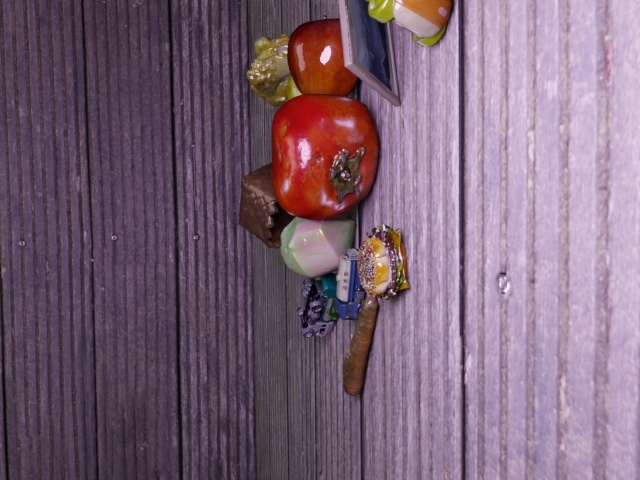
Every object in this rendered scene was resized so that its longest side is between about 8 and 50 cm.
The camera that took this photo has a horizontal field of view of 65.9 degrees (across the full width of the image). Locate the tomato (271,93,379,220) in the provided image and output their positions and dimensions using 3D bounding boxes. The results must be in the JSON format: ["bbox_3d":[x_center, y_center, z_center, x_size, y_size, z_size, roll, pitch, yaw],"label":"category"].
[{"bbox_3d":[0.006,-0.223,1.296,0.290,0.292,0.326,44,144,50],"label":"tomato"}]

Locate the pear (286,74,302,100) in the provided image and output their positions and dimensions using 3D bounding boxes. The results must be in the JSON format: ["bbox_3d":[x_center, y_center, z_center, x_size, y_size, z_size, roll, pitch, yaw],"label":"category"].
[{"bbox_3d":[-0.010,-0.473,1.556,0.216,0.166,0.180,-3,75,52],"label":"pear"}]

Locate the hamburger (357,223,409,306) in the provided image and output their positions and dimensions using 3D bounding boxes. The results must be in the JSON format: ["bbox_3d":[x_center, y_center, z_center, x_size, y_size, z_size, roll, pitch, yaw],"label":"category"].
[{"bbox_3d":[0.141,0.054,1.175,0.164,0.093,0.190,122,145,-62],"label":"hamburger"}]

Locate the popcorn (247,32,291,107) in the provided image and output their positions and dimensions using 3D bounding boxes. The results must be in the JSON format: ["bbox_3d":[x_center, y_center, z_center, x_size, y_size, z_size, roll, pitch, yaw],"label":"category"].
[{"bbox_3d":[-0.135,-0.618,1.783,0.293,0.292,0.237,125,159,-63],"label":"popcorn"}]

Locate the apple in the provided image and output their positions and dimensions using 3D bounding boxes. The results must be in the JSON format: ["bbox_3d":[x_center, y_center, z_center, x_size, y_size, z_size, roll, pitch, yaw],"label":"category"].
[{"bbox_3d":[0.013,-0.498,1.360,0.234,0.233,0.234,179,90,-73],"label":"apple"}]

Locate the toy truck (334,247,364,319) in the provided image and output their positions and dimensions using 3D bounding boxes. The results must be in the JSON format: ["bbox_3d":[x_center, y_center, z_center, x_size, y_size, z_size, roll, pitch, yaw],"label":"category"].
[{"bbox_3d":[0.086,0.123,1.371,0.074,0.088,0.202,-133,44,-64],"label":"toy truck"}]

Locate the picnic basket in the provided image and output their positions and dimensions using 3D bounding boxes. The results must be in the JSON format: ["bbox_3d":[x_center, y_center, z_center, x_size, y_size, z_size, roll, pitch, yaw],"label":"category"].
[{"bbox_3d":[-0.089,-0.110,1.658,0.320,0.291,0.254,29,130,18],"label":"picnic basket"}]

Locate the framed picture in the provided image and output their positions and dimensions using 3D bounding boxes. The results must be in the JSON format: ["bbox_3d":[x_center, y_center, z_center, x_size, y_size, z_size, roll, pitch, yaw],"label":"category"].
[{"bbox_3d":[0.103,-0.489,1.081,0.022,0.247,0.336,-11,78,31],"label":"framed picture"}]

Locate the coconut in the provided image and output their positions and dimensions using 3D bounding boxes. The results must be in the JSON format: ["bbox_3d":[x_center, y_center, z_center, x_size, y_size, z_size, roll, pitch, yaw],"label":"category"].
[{"bbox_3d":[0.000,0.000,1.454,0.205,0.235,0.236,66,158,11],"label":"coconut"}]

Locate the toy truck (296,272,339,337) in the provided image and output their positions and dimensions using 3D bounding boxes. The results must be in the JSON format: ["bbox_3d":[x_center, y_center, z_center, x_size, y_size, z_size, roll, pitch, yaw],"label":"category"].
[{"bbox_3d":[0.001,0.208,1.603,0.254,0.123,0.114,102,159,-43],"label":"toy truck"}]

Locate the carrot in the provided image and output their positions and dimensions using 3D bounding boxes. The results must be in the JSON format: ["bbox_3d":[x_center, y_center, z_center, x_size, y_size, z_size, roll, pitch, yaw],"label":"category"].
[{"bbox_3d":[0.109,0.285,1.357,0.070,0.070,0.343,-121,35,-58],"label":"carrot"}]

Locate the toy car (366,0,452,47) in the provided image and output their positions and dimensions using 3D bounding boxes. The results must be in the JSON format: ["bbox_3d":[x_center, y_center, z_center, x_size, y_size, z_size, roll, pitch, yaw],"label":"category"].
[{"bbox_3d":[0.191,-0.518,0.941,0.235,0.145,0.235,-34,48,49],"label":"toy car"}]
